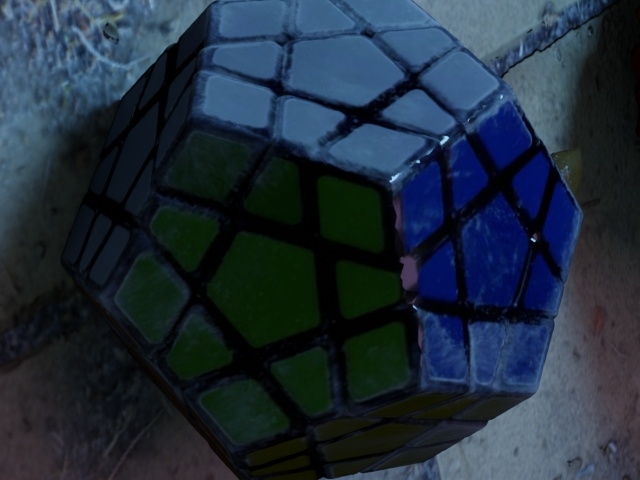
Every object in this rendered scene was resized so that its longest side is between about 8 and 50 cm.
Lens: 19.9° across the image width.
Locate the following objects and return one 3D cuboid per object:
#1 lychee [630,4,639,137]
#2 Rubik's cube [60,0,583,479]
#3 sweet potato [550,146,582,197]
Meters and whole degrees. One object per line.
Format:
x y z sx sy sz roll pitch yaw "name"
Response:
0.477 -0.136 1.536 0.425 0.500 0.424 -2 104 -7 "lychee"
0.000 0.000 1.122 0.319 0.264 0.319 -6 98 -50 "Rubik's cube"
0.153 -0.007 1.476 0.068 0.060 0.206 36 60 -4 "sweet potato"
